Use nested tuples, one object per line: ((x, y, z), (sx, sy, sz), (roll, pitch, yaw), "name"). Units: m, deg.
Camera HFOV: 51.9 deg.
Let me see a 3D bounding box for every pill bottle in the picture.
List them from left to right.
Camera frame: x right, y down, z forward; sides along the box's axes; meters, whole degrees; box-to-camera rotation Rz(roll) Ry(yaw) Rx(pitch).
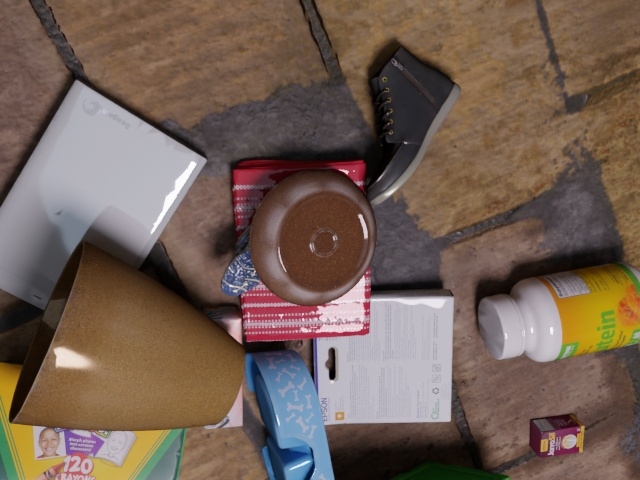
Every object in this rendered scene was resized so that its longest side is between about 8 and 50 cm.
((0.389, 0.120, 1.058), (0.246, 0.136, 0.136), (-9, 106, -8), "pill bottle")

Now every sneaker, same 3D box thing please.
((-0.099, 0.018, 0.938), (0.052, 0.058, 0.135), (35, 87, -25), "sneaker")
((0.099, -0.166, 0.955), (0.118, 0.083, 0.222), (34, 78, -11), "sneaker")

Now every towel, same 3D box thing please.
((-0.025, 0.015, 0.987), (0.199, 0.031, 0.274), (-3, 101, -2), "towel")

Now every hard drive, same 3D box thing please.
((-0.328, -0.041, 0.931), (0.203, 0.040, 0.307), (31, 98, -17), "hard drive")

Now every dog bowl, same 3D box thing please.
((-0.044, 0.302, 1.017), (0.074, 0.166, 0.297), (-16, 107, -18), "dog bowl")

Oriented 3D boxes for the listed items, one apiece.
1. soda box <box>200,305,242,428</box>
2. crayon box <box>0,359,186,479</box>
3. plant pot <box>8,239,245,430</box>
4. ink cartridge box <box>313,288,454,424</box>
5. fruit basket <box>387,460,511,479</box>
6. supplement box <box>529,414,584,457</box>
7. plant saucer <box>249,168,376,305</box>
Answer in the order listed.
((-0.153, 0.195, 1.017), (0.063, 0.058, 0.183), (-2, 104, -10), "soda box")
((-0.339, 0.276, 0.961), (0.279, 0.081, 0.165), (10, 79, -13), "crayon box")
((-0.239, 0.154, 0.875), (0.254, 0.237, 0.237), (23, 99, -25), "plant pot")
((0.100, 0.189, 1.064), (0.224, 0.045, 0.223), (-1, 104, -1), "ink cartridge box")
((0.178, 0.564, 0.991), (0.392, 0.283, 0.391), (7, 80, -44), "fruit basket")
((0.421, 0.348, 1.173), (0.083, 0.043, 0.054), (-6, 107, -9), "supplement box")
((0.000, 0.000, 0.925), (0.199, 0.036, 0.198), (-5, 101, -25), "plant saucer")
